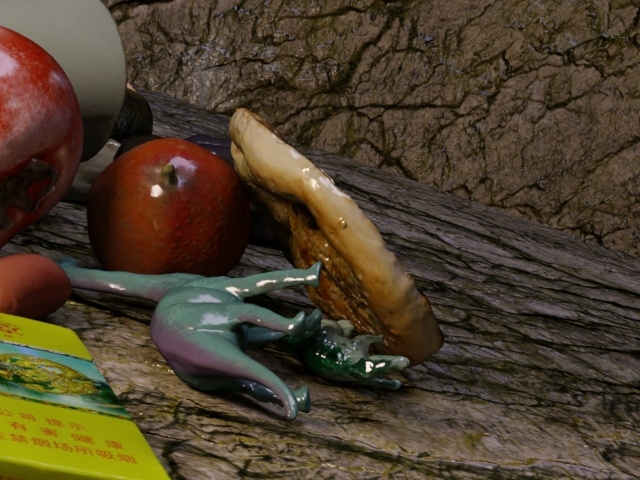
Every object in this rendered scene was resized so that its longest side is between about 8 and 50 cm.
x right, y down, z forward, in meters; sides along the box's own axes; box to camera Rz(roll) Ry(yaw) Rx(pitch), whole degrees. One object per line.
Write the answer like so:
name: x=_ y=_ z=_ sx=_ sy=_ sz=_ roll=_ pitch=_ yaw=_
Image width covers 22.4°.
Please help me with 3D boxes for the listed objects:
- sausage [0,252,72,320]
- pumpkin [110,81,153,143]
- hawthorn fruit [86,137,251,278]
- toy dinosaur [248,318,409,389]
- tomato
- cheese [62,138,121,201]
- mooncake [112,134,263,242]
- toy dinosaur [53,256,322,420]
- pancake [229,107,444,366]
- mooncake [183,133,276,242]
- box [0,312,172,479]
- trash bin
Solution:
sausage: x=-0.311 y=0.052 z=1.624 sx=0.077 sy=0.077 sz=0.194 roll=21 pitch=10 yaw=11
pumpkin: x=-0.378 y=-0.197 z=2.555 sx=0.238 sy=0.159 sz=0.238 roll=30 pitch=8 yaw=-5
hawthorn fruit: x=-0.175 y=-0.040 z=1.899 sx=0.199 sy=0.199 sz=0.251 roll=18 pitch=-18 yaw=-1
toy dinosaur: x=0.000 y=0.120 z=1.874 sx=0.129 sy=0.076 sz=0.383 roll=21 pitch=-6 yaw=-36
tomato: x=-0.393 y=-0.114 z=1.744 sx=0.227 sy=0.270 sz=0.270 roll=41 pitch=18 yaw=18
cheese: x=-0.375 y=-0.118 z=2.334 sx=0.263 sy=0.093 sz=0.159 roll=9 pitch=13 yaw=-40
mooncake: x=-0.190 y=-0.052 z=2.247 sx=0.228 sy=0.124 sz=0.228 roll=22 pitch=13 yaw=-5
toy dinosaur: x=-0.168 y=0.094 z=1.671 sx=0.331 sy=0.129 sz=0.383 roll=2 pitch=18 yaw=5
pancake: x=0.001 y=0.001 z=1.931 sx=0.387 sy=0.082 sz=0.387 roll=51 pitch=-13 yaw=16
mooncake: x=-0.119 y=-0.081 z=2.504 sx=0.245 sy=0.133 sz=0.245 roll=11 pitch=13 yaw=-3
box: x=-0.243 y=0.121 z=1.228 sx=0.187 sy=0.047 sz=0.335 roll=14 pitch=11 yaw=-25
trash bin: x=-0.481 y=-0.210 z=2.000 sx=0.280 sy=0.280 sz=0.432 roll=27 pitch=21 yaw=38
